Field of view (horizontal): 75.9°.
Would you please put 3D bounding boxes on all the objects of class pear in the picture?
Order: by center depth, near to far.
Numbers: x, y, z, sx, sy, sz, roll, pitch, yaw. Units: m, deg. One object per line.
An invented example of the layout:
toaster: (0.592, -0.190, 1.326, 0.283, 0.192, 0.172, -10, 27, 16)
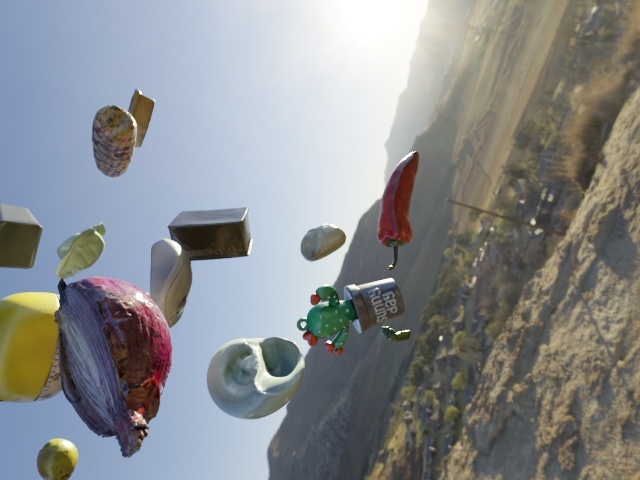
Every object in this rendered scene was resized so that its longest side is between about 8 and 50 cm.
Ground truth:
pear: (-0.796, 0.668, 1.246, 0.107, 0.131, 0.107, -43, -21, -20)

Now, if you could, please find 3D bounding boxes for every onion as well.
onion: (-0.339, 0.223, 0.740, 0.159, 0.349, 0.266, -11, -49, -47)

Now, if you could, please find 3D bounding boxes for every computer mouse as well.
computer mouse: (-0.459, 0.128, 1.282, 0.296, 0.121, 0.184, -114, 25, -44)

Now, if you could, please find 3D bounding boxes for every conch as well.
conch: (-0.125, 0.273, 0.831, 0.184, 0.221, 0.121, -54, -47, -22)

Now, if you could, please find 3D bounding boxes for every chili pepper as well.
chili pepper: (0.147, -0.066, 0.774, 0.071, 0.064, 0.271, 38, -124, -41)
chili pepper: (0.145, 0.183, 0.798, 0.027, 0.083, 0.022, -54, 41, 20)

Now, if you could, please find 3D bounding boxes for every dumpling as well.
dumpling: (-0.781, 0.024, 1.316, 0.219, 0.108, 0.152, -62, -19, -18)

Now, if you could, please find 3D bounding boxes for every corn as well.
corn: (-0.462, -0.207, 0.916, 0.253, 0.086, 0.086, -30, 36, 57)

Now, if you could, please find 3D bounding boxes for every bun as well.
bun: (0.000, 0.000, 0.719, 0.086, 0.054, 0.086, -31, -9, -6)

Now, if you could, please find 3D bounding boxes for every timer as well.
timer: (-0.735, 0.245, 0.966, 0.285, 0.286, 0.284, 16, -90, -82)

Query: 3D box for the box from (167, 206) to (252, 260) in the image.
box: (-0.402, -0.026, 1.536, 0.184, 0.274, 0.143, -96, 3, -67)

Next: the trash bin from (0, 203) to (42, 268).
trash bin: (-1.083, -0.018, 1.445, 0.122, 0.241, 0.163, 10, -79, -44)

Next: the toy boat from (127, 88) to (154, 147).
toy boat: (-0.544, -0.369, 1.227, 0.188, 0.061, 0.115, -41, 44, 46)

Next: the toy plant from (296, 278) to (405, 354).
toy plant: (0.103, 0.260, 1.535, 0.185, 0.401, 0.279, -113, 9, -45)
